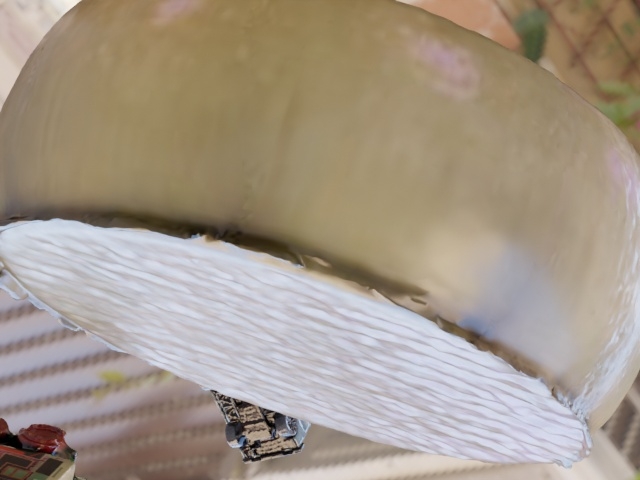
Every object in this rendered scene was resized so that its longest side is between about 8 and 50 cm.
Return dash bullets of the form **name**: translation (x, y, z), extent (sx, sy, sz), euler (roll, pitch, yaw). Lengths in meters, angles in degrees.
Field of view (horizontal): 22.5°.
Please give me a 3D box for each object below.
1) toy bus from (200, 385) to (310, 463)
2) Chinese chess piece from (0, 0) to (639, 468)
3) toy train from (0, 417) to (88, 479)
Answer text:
- **toy bus**: translation (-0.053, 0.110, 1.308), extent (0.060, 0.123, 0.075), euler (-15, -159, 26)
- **Chinese chess piece**: translation (0.000, 0.000, 0.642), extent (0.270, 0.270, 0.112), euler (-4, -118, 54)
- **toy train**: translation (-0.198, 0.125, 0.874), extent (0.087, 0.138, 0.050), euler (-47, 150, -74)
